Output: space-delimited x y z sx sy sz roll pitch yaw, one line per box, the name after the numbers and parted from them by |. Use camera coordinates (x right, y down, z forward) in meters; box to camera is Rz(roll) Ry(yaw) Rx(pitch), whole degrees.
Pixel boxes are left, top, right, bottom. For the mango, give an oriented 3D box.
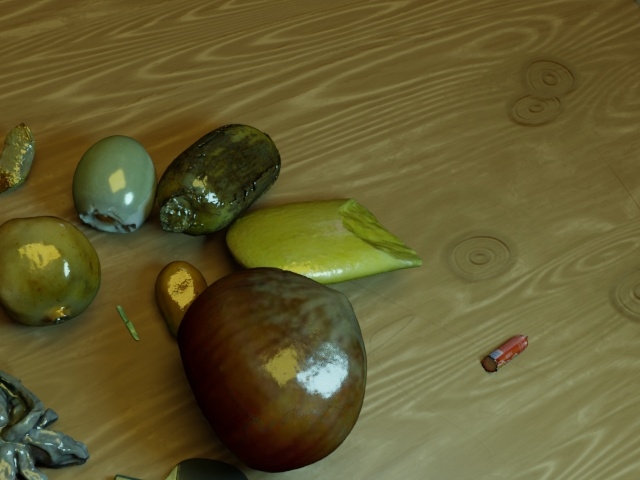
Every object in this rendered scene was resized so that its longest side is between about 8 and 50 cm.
-0.289 0.121 1.892 0.115 0.089 0.165 -18 69 -26 | mango

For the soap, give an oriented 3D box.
0.001 -0.003 2.005 0.427 0.115 0.306 -9 38 -28 | soap

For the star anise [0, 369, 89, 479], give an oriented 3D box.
-0.593 0.357 1.605 0.360 0.139 0.315 11 50 -20 | star anise

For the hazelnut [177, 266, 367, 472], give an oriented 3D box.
-0.083 0.240 1.734 0.359 0.359 0.409 -12 58 -25 | hazelnut

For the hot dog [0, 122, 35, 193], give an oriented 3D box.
-0.671 -0.173 1.961 0.078 0.061 0.168 20 81 3 | hot dog

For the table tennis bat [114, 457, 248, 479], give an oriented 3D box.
-0.262 0.489 1.713 0.274 0.021 0.154 13 56 -13 | table tennis bat

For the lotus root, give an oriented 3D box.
-0.230 -0.136 1.997 0.196 0.179 0.397 43 40 -2 | lotus root

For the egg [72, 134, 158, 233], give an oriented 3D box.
-0.442 -0.130 1.935 0.183 0.183 0.217 13 68 -11 | egg

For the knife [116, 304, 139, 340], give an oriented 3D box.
-0.403 0.173 1.870 0.014 0.005 0.091 -23 69 -27 | knife

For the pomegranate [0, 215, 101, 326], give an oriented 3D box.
-0.550 0.057 1.767 0.233 0.233 0.233 9 57 -14 | pomegranate

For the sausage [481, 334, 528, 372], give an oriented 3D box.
0.440 0.259 2.083 0.145 0.050 0.048 -28 53 -35 | sausage
